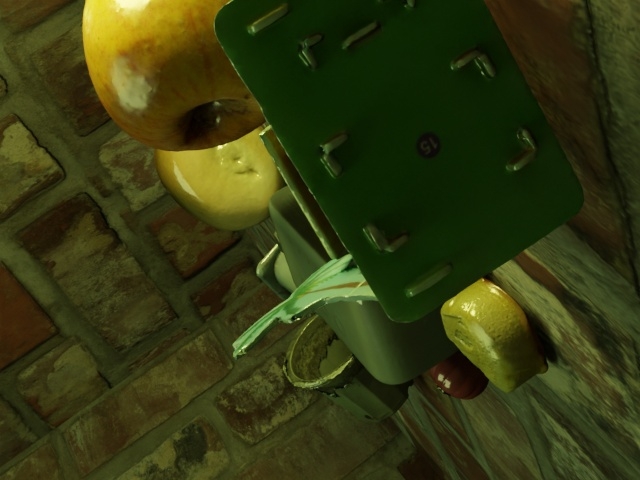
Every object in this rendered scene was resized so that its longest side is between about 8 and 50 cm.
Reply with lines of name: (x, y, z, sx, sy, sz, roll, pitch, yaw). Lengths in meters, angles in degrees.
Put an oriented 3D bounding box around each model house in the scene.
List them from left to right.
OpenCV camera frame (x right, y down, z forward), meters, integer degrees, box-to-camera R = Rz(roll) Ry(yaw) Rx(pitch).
model house: (-0.007, -0.085, 0.915, 0.300, 0.340, 0.323, 58, 176, -12)

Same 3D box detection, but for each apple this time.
apple: (-0.199, -0.286, 1.405, 0.299, 0.299, 0.275, 74, 170, -68)

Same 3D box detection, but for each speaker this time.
speaker: (0.067, 0.038, 1.571, 0.406, 0.183, 0.184, 44, 162, 54)

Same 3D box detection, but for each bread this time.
bread: (-0.251, -0.181, 2.269, 0.348, 0.253, 0.376, 53, 174, -13)
bread: (0.230, 0.117, 1.268, 0.156, 0.086, 0.125, 49, 165, 28)

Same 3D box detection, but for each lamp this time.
lamp: (0.235, 0.220, 1.634, 0.108, 0.092, 0.107, 31, -159, -14)

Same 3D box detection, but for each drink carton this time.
drink carton: (0.006, 0.080, 2.168, 0.190, 0.185, 0.191, 30, 166, 41)

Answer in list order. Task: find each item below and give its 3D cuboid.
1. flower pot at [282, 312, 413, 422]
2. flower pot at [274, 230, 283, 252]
flower pot: (0.087, 0.311, 2.388, 0.259, 0.290, 0.290, 47, 176, -27)
flower pot: (0.000, 0.000, 1.915, 0.235, 0.141, 0.235, 50, 170, 12)
